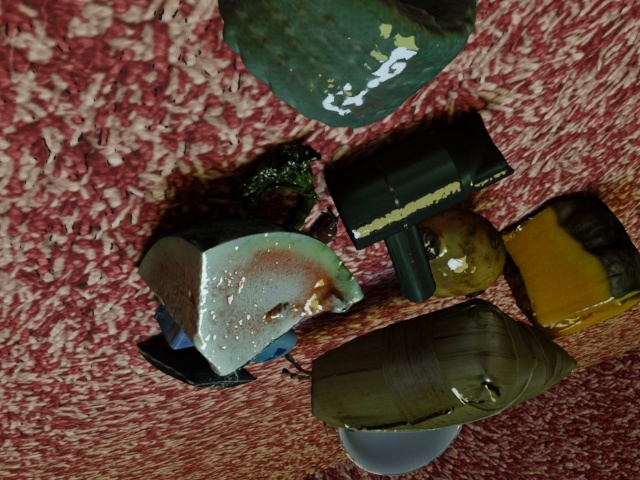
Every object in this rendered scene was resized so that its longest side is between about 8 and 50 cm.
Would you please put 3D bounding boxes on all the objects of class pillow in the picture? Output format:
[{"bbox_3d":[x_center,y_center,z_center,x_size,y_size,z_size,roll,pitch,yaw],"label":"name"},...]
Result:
[{"bbox_3d":[-0.211,0.220,1.726,0.208,0.141,0.055,17,97,-61],"label":"pillow"}]

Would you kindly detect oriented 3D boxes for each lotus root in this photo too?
[{"bbox_3d":[0.220,0.018,1.665,0.169,0.141,0.314,-14,162,18],"label":"lotus root"}]

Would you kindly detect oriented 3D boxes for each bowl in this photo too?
[{"bbox_3d":[0.167,0.366,2.340,0.345,0.157,0.345,-7,109,-22],"label":"bowl"}]

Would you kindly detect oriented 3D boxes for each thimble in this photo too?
[{"bbox_3d":[0.031,-0.205,0.870,0.235,0.198,0.143,7,145,-43],"label":"thimble"}]

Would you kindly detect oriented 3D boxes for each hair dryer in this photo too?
[{"bbox_3d":[0.162,-0.028,1.447,0.244,0.116,0.302,-23,139,-1],"label":"hair dryer"}]

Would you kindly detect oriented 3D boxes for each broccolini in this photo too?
[{"bbox_3d":[-0.061,-0.048,1.355,0.123,0.062,0.271,-11,160,-6],"label":"broccolini"}]

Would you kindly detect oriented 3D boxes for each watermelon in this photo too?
[{"bbox_3d":[-0.107,0.073,1.318,0.319,0.214,0.289,5,166,6],"label":"watermelon"}]

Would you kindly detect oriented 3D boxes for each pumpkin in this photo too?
[{"bbox_3d":[0.496,0.056,1.966,0.256,0.225,0.303,-22,165,6],"label":"pumpkin"}]

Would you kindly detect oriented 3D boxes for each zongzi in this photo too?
[{"bbox_3d":[0.217,0.292,1.972,0.500,0.218,0.467,-19,154,29],"label":"zongzi"}]

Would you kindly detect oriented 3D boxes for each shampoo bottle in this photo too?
[{"bbox_3d":[-0.138,0.171,1.761,0.104,0.061,0.258,-26,159,16],"label":"shampoo bottle"}]

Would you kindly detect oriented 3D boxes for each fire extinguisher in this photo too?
[{"bbox_3d":[0.000,0.000,1.546,0.049,0.035,0.173,-8,156,-29],"label":"fire extinguisher"}]

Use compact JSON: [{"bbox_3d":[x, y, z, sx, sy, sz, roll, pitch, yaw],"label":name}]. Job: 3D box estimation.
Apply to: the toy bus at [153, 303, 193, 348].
[{"bbox_3d":[-0.143,0.111,1.568,0.236,0.094,0.079,-6,152,-38],"label":"toy bus"}]
